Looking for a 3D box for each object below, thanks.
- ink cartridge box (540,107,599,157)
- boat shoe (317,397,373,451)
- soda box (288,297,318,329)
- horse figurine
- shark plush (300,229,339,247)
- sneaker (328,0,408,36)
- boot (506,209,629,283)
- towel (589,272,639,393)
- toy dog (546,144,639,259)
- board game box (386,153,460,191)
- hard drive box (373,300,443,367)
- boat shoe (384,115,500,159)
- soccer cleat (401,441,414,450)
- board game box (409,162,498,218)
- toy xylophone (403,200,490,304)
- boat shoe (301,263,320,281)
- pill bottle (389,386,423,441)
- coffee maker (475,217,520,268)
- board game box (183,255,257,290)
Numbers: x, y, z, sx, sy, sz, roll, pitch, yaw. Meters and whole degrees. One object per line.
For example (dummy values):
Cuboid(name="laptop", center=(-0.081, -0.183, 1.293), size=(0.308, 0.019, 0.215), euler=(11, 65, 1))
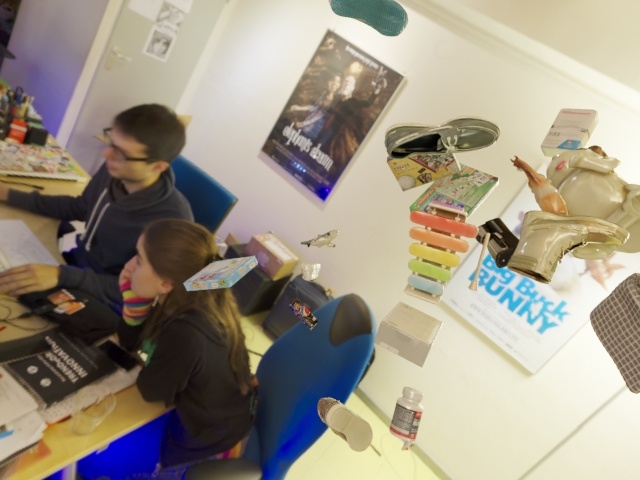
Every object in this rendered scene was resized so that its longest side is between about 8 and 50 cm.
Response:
Cuboid(name="ink cartridge box", center=(1.012, -0.432, 1.669), size=(0.139, 0.191, 0.082), euler=(25, -10, 48))
Cuboid(name="boat shoe", center=(0.097, 0.705, 1.580), size=(0.096, 0.117, 0.324), euler=(18, -28, 50))
Cuboid(name="soda box", center=(-0.088, 0.376, 2.112), size=(0.169, 0.053, 0.060), euler=(44, -22, 10))
Cuboid(name="horse figurine", center=(0.618, -0.105, 1.120), size=(0.174, 0.066, 0.263), euler=(37, 36, -41))
Cuboid(name="shark plush", center=(0.000, 0.000, 1.683), size=(0.073, 0.161, 0.067), euler=(50, 29, -30))
Cuboid(name="sneaker", center=(0.128, -0.610, 1.075), size=(0.228, 0.087, 0.092), euler=(11, 43, -23))
Cuboid(name="boot", center=(0.550, 0.024, 0.928), size=(0.213, 0.165, 0.077), euler=(15, -21, 40))
Cuboid(name="towel", center=(0.889, 0.262, 1.129), size=(0.121, 0.235, 0.284), euler=(-2, 51, -3))
Cuboid(name="toy dog", center=(0.947, -0.167, 1.401), size=(0.395, 0.285, 0.408), euler=(7, 42, -18))
Cuboid(name="board game box", center=(0.408, -0.303, 1.630), size=(0.165, 0.243, 0.042), euler=(53, 35, -33))
Cuboid(name="hard drive box", center=(0.317, 0.323, 1.457), size=(0.181, 0.089, 0.232), euler=(24, 19, 21))
Cuboid(name="boat shoe", center=(0.341, -0.275, 1.161), size=(0.319, 0.116, 0.099), euler=(1, 49, 12))
Cuboid(name="soccer cleat", center=(0.342, 0.807, 1.628), size=(0.083, 0.029, 0.036), euler=(2, 70, -47))
Cuboid(name="board game box", center=(0.554, -0.186, 1.709), size=(0.213, 0.317, 0.046), euler=(34, -20, 37))
Cuboid(name="toy xylophone", center=(0.386, 0.041, 1.273), size=(0.236, 0.323, 0.081), euler=(10, 15, 23))
Cuboid(name="boat shoe", center=(-0.033, 0.111, 1.420), size=(0.066, 0.063, 0.184), euler=(1, -3, -1))
Cuboid(name="pill bottle", center=(0.341, 0.672, 1.601), size=(0.107, 0.180, 0.108), euler=(16, -6, 2))
Cuboid(name="coffee maker", center=(0.715, 0.006, 1.599), size=(0.171, 0.120, 0.178), euler=(-1, 39, -13))
Cuboid(name="board game box", center=(-0.345, 0.114, 1.423), size=(0.160, 0.211, 0.039), euler=(-43, 119, -51))
